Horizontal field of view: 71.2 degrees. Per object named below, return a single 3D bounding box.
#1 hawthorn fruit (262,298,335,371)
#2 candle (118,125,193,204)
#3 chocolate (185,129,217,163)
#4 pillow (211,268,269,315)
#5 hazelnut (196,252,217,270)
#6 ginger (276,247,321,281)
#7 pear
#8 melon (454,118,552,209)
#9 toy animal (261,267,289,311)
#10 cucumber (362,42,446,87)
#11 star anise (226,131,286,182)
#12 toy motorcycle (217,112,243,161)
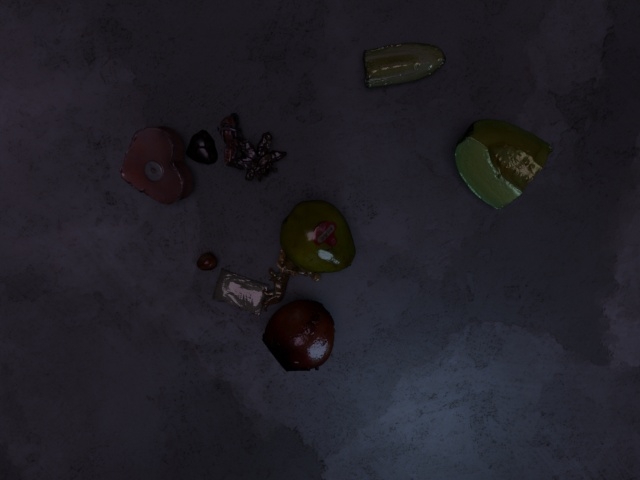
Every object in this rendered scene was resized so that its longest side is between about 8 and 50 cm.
[{"bbox_3d":[-0.090,0.395,1.860,0.317,0.316,0.315,0,97,1],"label":"hawthorn fruit"},{"bbox_3d":[-0.681,-0.299,1.859,0.288,0.131,0.316,-15,99,15],"label":"candle"},{"bbox_3d":[-0.507,-0.388,1.866,0.125,0.080,0.148,-12,98,2],"label":"chocolate"},{"bbox_3d":[-0.351,0.229,1.959,0.230,0.050,0.148,20,87,-3],"label":"pillow"},{"bbox_3d":[-0.487,0.094,1.933,0.086,0.086,0.085,0,97,1],"label":"hazelnut"},{"bbox_3d":[-0.099,0.110,1.912,0.176,0.052,0.193,-22,79,-28],"label":"ginger"},{"bbox_3d":[0.000,0.000,1.822,0.375,0.287,0.287,40,96,-26],"label":"pear"},{"bbox_3d":[0.706,-0.334,1.787,0.344,0.226,0.331,40,110,-3],"label":"melon"},{"bbox_3d":[-0.187,0.196,1.931,0.099,0.057,0.241,15,89,-17],"label":"toy animal"},{"bbox_3d":[0.330,-0.710,1.807,0.326,0.105,0.145,-10,70,2],"label":"cucumber"},{"bbox_3d":[-0.254,-0.346,1.836,0.214,0.099,0.220,37,90,-33],"label":"star anise"},{"bbox_3d":[-0.373,-0.421,1.841,0.084,0.118,0.212,6,98,9],"label":"toy motorcycle"}]
